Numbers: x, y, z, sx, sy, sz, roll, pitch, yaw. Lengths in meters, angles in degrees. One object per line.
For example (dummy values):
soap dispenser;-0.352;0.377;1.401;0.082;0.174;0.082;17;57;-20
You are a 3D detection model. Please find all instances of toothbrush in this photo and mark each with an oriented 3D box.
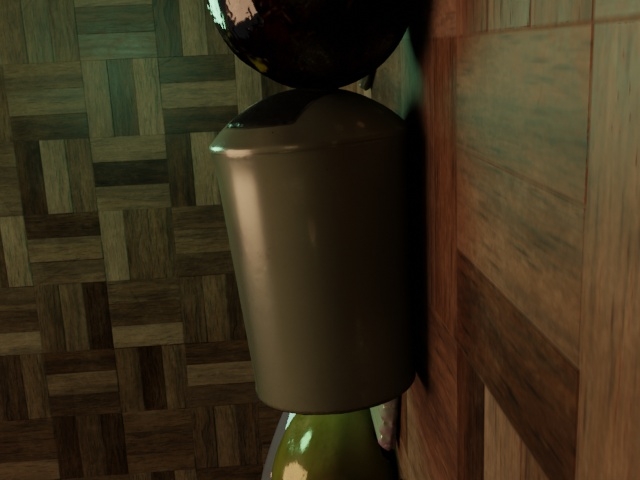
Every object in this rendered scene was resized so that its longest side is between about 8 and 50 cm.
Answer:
toothbrush;0.087;-0.325;1.307;0.297;0.030;0.030;96;-164;-79

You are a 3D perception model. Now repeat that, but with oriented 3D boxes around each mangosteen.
mangosteen;-0.005;-0.332;0.959;0.288;0.287;0.288;177;90;-87

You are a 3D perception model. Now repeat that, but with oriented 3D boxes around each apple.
apple;0.028;0.451;1.488;0.279;0.279;0.279;177;90;-87

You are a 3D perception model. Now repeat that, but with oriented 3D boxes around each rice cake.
rice cake;0.112;0.265;1.395;0.198;0.037;0.189;-100;8;-61

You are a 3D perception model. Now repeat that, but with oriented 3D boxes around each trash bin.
trash bin;0.000;0.000;1.089;0.280;0.280;0.432;-109;13;-78

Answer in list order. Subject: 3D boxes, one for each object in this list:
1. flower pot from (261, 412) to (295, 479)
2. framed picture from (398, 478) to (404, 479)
flower pot;0.002;0.475;1.743;0.265;0.264;0.243;97;180;-72
framed picture;0.072;0.479;1.126;0.255;0.014;0.339;-51;-4;-10
